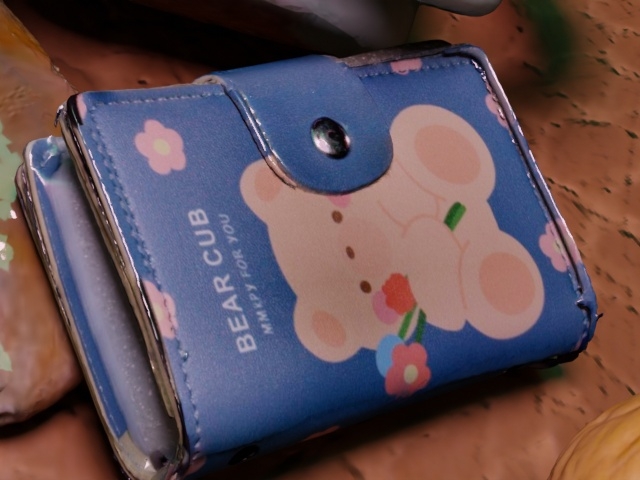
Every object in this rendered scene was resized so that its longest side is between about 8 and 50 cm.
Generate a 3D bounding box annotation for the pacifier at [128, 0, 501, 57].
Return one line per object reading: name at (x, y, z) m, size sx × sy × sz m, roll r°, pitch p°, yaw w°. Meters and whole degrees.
pacifier at (-0.014, -0.213, 0.671) m, size 0.343 × 0.269 × 0.288 m, roll 11°, pitch 20°, yaw -7°

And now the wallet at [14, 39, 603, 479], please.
wallet at (0.000, 0.000, 0.599) m, size 0.202 × 0.059 × 0.141 m, roll -13°, pitch 76°, yaw -38°

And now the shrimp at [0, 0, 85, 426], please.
shrimp at (-0.188, -0.062, 0.606) m, size 0.168 × 0.077 × 0.317 m, roll -26°, pitch 68°, yaw -37°

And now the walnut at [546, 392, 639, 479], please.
walnut at (0.159, 0.115, 0.524) m, size 0.207 × 0.159 × 0.159 m, roll 6°, pitch 47°, yaw -23°
